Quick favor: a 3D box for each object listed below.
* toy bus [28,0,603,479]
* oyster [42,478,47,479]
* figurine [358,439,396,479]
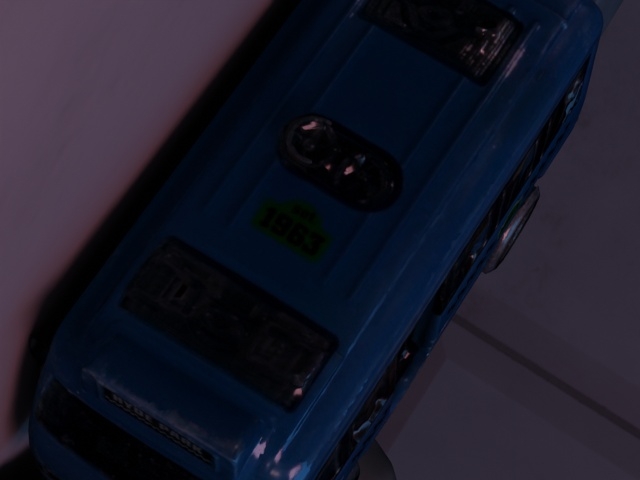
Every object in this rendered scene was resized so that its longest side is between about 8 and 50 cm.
[{"bbox_3d":[0.000,0.000,0.639,0.246,0.113,0.134,-55,171,-22],"label":"toy bus"},{"bbox_3d":[-0.121,0.140,0.641,0.345,0.078,0.128,-36,149,-64],"label":"oyster"},{"bbox_3d":[-0.054,0.196,1.051,0.236,0.133,0.176,-49,178,-39],"label":"figurine"}]
